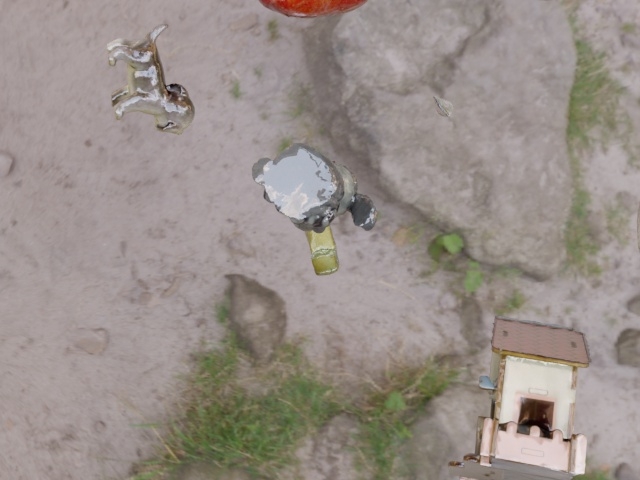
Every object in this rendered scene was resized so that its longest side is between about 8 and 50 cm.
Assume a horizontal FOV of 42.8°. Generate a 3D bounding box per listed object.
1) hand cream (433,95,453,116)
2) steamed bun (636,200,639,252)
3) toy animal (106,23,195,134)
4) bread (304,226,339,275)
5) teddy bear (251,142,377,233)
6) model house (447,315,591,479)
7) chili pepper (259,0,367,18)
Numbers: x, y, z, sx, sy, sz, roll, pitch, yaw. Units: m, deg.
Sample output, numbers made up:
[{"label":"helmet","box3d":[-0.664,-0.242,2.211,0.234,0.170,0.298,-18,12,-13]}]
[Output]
[{"label":"hand cream","box3d":[0.289,-0.310,1.920,0.039,0.143,0.061,-34,88,15]},{"label":"steamed bun","box3d":[0.548,-0.029,1.009,0.283,0.283,0.177,50,52,-13]},{"label":"toy animal","box3d":[-0.372,-0.330,1.749,0.169,0.121,0.233,-19,114,-10]},{"label":"bread","box3d":[0.000,0.000,1.819,0.064,0.117,0.156,-14,78,-2]},{"label":"teddy bear","box3d":[0.006,-0.070,1.462,0.144,0.171,0.251,-54,151,8]},{"label":"model house","box3d":[0.284,0.223,1.154,0.169,0.326,0.244,8,69,16]},{"label":"chili pepper","box3d":[-0.008,-0.251,0.793,0.123,0.070,0.073,-18,90,-45]}]
